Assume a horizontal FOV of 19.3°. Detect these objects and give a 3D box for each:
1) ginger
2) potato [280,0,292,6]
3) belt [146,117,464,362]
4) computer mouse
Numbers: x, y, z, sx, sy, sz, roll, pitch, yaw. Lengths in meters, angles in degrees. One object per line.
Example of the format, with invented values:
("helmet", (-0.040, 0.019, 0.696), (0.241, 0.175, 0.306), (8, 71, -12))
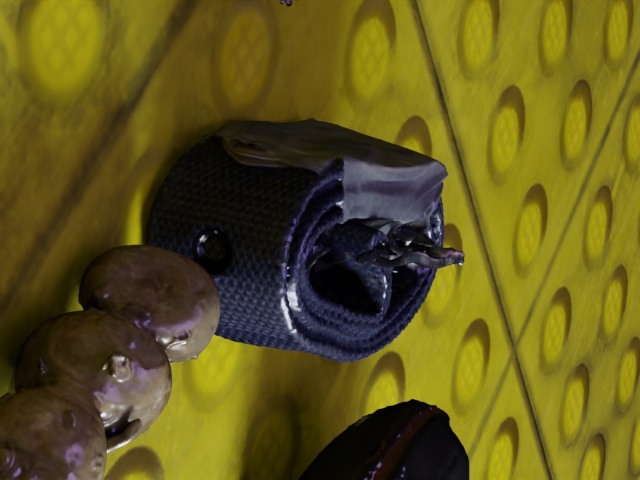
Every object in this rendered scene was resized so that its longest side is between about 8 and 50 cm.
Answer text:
("ginger", (-0.121, 0.075, 0.983), (0.204, 0.080, 0.104), (-57, 179, -38))
("potato", (-0.039, -0.169, 1.115), (0.093, 0.036, 0.037), (17, 121, -47))
("belt", (0.000, 0.000, 1.149), (0.230, 0.126, 0.140), (-2, 103, -63))
("computer mouse", (0.015, 0.259, 1.293), (0.183, 0.116, 0.323), (-12, 118, -66))
